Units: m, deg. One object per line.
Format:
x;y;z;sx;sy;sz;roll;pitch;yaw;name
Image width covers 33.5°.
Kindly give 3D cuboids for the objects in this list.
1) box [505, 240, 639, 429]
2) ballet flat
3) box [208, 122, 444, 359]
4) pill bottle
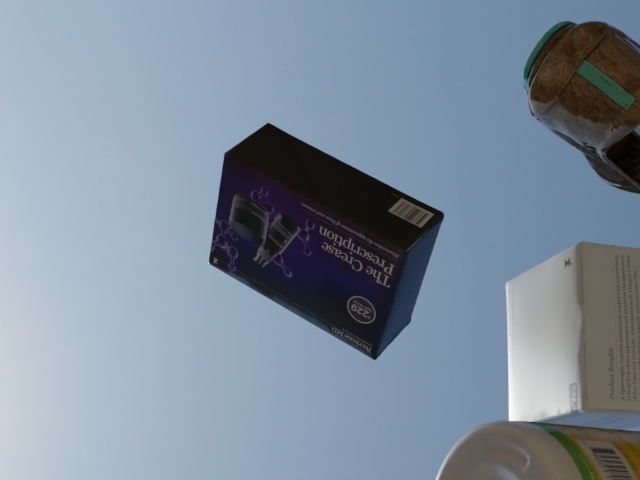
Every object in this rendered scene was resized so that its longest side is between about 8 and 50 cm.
0.296;0.114;1.170;0.182;0.119;0.181;137;-42;-67;box
0.285;-0.088;0.886;0.124;0.342;0.116;41;-78;31;ballet flat
0.000;0.000;1.321;0.261;0.184;0.103;28;-137;19;box
0.203;0.191;0.682;0.136;0.245;0.136;-26;-121;55;pill bottle
